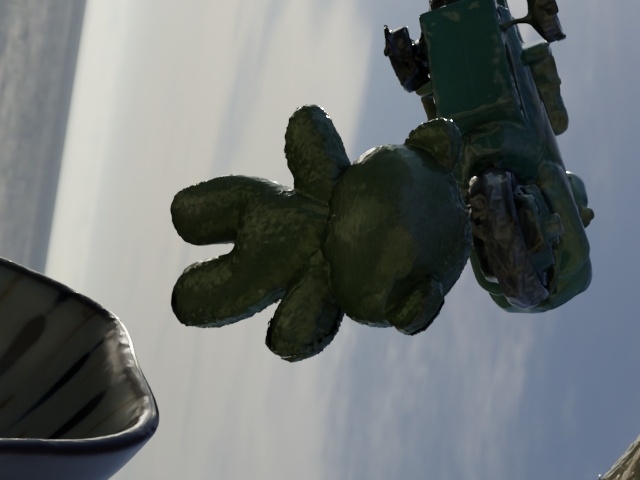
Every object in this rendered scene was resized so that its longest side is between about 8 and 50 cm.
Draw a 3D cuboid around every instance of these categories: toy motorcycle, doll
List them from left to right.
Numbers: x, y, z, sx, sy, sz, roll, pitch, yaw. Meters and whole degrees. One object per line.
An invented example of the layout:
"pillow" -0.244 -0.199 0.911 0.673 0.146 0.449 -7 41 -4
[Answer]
"doll" 0.000 0.000 0.664 0.077 0.150 0.115 30 62 -54
"toy motorcycle" 0.124 -0.063 0.979 0.198 0.109 0.296 54 24 -52

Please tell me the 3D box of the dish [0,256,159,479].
"dish" -0.133 0.036 0.345 0.190 0.191 0.066 -120 -132 -75

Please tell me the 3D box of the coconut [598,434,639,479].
"coconut" 0.346 0.278 1.350 0.237 0.197 0.236 -173 -90 -81
